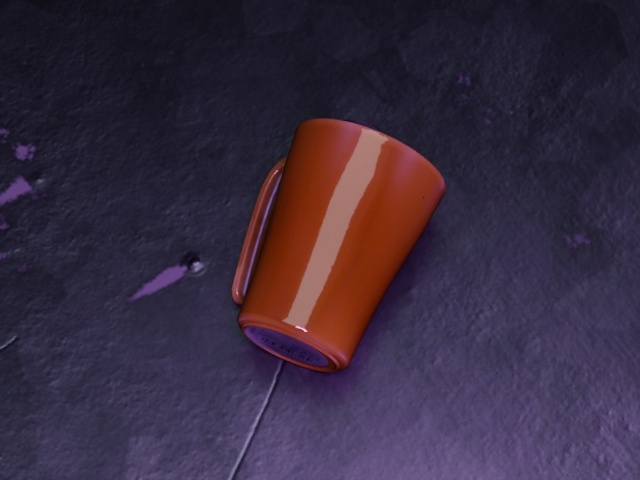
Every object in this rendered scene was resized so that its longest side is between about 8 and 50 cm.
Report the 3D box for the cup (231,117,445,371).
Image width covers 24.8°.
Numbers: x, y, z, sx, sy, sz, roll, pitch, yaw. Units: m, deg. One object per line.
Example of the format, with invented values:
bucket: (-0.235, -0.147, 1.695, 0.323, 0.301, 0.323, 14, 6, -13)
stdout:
cup: (0.000, 0.000, 1.614, 0.226, 0.182, 0.264, 6, 65, 44)
